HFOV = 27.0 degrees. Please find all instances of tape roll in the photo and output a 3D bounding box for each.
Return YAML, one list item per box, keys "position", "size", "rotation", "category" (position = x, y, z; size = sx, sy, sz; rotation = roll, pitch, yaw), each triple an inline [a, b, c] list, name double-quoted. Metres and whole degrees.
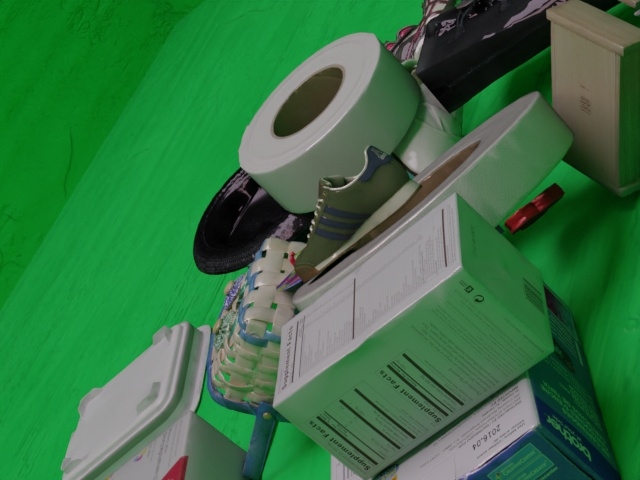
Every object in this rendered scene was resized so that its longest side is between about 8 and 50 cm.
- position: [0.010, -0.178, 2.009]
  size: [0.286, 0.100, 0.286]
  rotation: [-35, 29, 23]
  category: "tape roll"
- position: [0.130, -0.027, 1.584]
  size: [0.392, 0.072, 0.392]
  rotation: [-41, 3, 3]
  category: "tape roll"

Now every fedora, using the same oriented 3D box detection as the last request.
- position: [-0.052, -0.028, 2.175]
  size: [0.334, 0.152, 0.334]
  rotation: [-35, 28, 22]
  category: "fedora"

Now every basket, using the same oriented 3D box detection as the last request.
- position: [-0.051, 0.154, 1.833]
  size: [0.254, 0.201, 0.289]
  rotation: [-77, -4, -49]
  category: "basket"

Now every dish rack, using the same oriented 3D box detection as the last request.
- position: [-0.332, 0.290, 2.317]
  size: [0.333, 0.072, 0.285]
  rotation: [-41, 23, 24]
  category: "dish rack"

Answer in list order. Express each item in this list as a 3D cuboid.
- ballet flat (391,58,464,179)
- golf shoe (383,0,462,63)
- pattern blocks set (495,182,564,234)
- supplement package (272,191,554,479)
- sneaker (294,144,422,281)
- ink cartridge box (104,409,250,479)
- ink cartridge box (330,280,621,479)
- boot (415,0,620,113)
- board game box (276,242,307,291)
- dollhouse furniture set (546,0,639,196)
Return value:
- position: [0.156, -0.199, 2.067]
  size: [0.139, 0.139, 0.400]
  rotation: [-45, 18, 12]
  category: "ballet flat"
- position: [0.225, -0.387, 2.356]
  size: [0.273, 0.105, 0.120]
  rotation: [-56, 37, 0]
  category: "golf shoe"
- position: [0.143, 0.064, 1.631]
  size: [0.285, 0.026, 0.325]
  rotation: [-30, -13, -39]
  category: "pattern blocks set"
- position: [0.087, 0.096, 1.305]
  size: [0.244, 0.134, 0.139]
  rotation: [-39, 23, 25]
  category: "supplement package"
- position: [0.024, -0.037, 1.554]
  size: [0.192, 0.086, 0.064]
  rotation: [-39, 4, 28]
  category: "sneaker"
- position: [-0.246, 0.415, 1.845]
  size: [0.306, 0.131, 0.226]
  rotation: [-39, 23, 21]
  category: "ink cartridge box"
- position: [0.148, 0.219, 1.364]
  size: [0.270, 0.151, 0.395]
  rotation: [-41, 21, 21]
  category: "ink cartridge box"
- position: [0.366, -0.392, 1.930]
  size: [0.445, 0.146, 0.367]
  rotation: [-34, 10, 39]
  category: "boot"
- position: [0.000, 0.000, 1.695]
  size: [0.169, 0.033, 0.133]
  rotation: [-43, 9, -38]
  category: "board game box"
- position: [0.461, -0.195, 1.576]
  size: [0.303, 0.198, 0.286]
  rotation: [-24, 37, -20]
  category: "dollhouse furniture set"
